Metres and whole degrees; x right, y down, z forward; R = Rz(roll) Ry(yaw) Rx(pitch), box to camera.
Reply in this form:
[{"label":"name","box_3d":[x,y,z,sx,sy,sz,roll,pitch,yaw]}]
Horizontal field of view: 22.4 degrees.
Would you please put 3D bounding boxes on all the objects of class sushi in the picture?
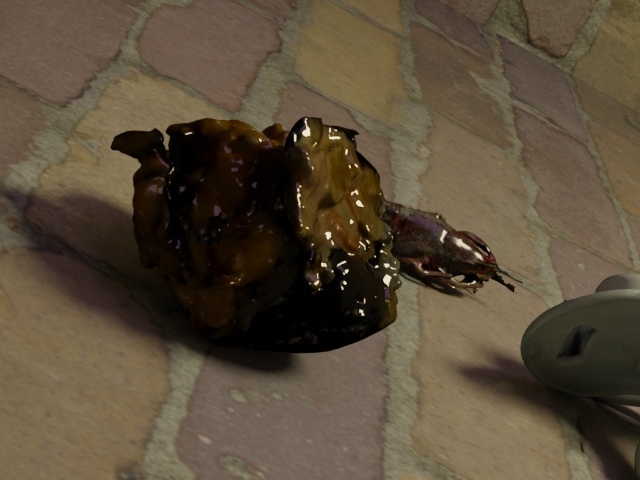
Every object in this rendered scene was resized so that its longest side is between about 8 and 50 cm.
[{"label":"sushi","box_3d":[-0.056,-0.014,1.323,0.200,0.204,0.213,45,38,-55]}]

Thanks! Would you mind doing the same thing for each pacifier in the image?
[{"label":"pacifier","box_3d":[0.327,0.150,1.523,0.287,0.238,0.226,11,54,-6]}]

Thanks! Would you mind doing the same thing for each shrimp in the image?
[{"label":"shrimp","box_3d":[0.126,0.011,1.695,0.190,0.075,0.073,21,-12,-8]}]

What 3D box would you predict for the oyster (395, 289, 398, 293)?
[{"label":"oyster","box_3d":[0.000,0.000,1.563,0.146,0.045,0.122,4,34,-39]}]
